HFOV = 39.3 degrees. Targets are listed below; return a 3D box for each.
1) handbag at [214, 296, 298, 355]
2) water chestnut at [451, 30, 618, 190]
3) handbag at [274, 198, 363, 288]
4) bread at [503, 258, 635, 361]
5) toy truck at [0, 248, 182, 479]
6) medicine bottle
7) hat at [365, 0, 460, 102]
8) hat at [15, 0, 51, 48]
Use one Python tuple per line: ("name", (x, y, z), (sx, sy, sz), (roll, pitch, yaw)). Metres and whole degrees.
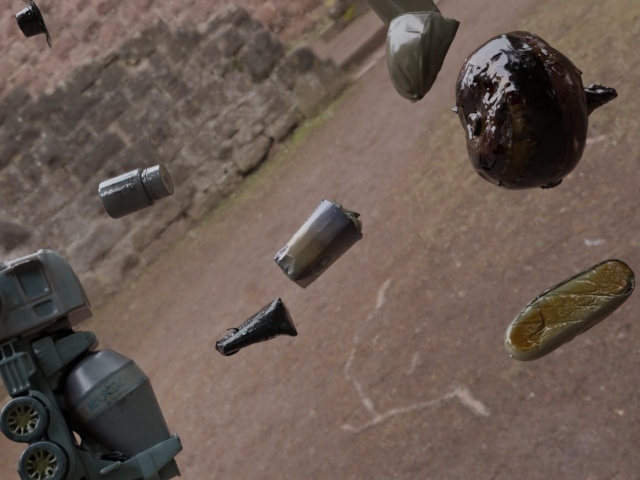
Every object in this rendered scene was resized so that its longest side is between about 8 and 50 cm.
("handbag", (-0.144, 0.195, 1.911), (0.175, 0.088, 0.270), (-24, -2, -8))
("water chestnut", (0.393, -0.236, 1.630), (0.300, 0.300, 0.300), (-39, 15, 12))
("handbag", (0.000, 0.000, 1.576), (0.173, 0.095, 0.117), (-45, -12, -4))
("bread", (0.318, 0.091, 1.158), (0.214, 0.073, 0.053), (-30, -26, -19))
("toy truck", (-0.238, 0.131, 0.857), (0.140, 0.256, 0.108), (-23, -9, -14))
("medicine bottle", (-0.360, -0.098, 1.757), (0.130, 0.080, 0.080), (-19, 18, 7))
("hat", (0.111, -0.312, 1.379), (0.144, 0.173, 0.166), (-64, 1, -18))
("hat", (-0.582, -0.437, 1.805), (0.050, 0.121, 0.121), (-29, 12, -10))
